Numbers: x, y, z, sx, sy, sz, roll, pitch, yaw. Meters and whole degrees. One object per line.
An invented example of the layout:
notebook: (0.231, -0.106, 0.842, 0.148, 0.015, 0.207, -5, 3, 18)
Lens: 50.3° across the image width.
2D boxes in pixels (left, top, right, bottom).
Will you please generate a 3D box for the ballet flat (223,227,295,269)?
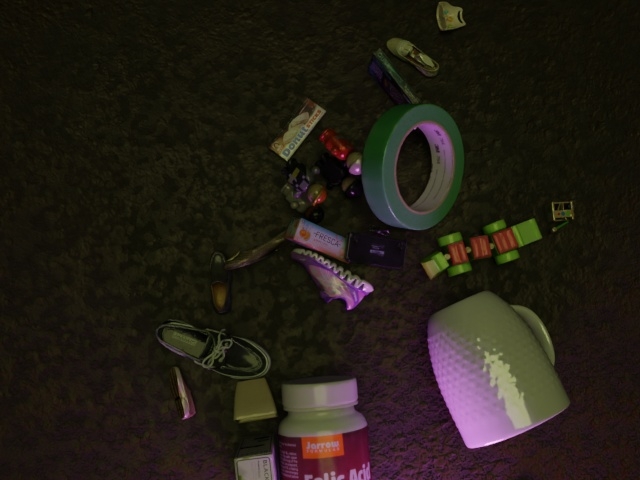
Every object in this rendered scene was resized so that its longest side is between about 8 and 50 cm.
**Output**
ballet flat: (-0.143, 0.012, 1.796, 0.250, 0.084, 0.058, -24, 99, -10)

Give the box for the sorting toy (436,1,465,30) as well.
sorting toy: (0.371, -0.627, 1.922, 0.075, 0.045, 0.083, -10, 83, -11)

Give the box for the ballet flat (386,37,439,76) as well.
ballet flat: (0.261, -0.519, 1.896, 0.168, 0.052, 0.057, 33, 83, 1)

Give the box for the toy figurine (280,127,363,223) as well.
toy figurine: (0.011, -0.156, 1.753, 0.209, 0.213, 0.148, -41, 78, -20)

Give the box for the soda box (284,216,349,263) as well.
soda box: (0.000, 0.000, 1.781, 0.183, 0.058, 0.062, 25, 82, -28)

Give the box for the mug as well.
mug: (0.454, 0.294, 1.727, 0.374, 0.276, 0.327, -16, 76, -35)

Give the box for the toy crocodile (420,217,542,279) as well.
toy crocodile: (0.428, 0.019, 1.816, 0.341, 0.105, 0.115, -16, 85, -5)

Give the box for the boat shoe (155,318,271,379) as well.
boat shoe: (-0.274, 0.276, 1.749, 0.307, 0.105, 0.113, 25, 83, 0)

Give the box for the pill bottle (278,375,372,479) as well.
pill bottle: (0.012, 0.539, 1.673, 0.224, 0.224, 0.391, -5, 84, -4)

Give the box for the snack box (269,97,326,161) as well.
snack box: (-0.063, -0.303, 1.869, 0.064, 0.022, 0.178, 37, 83, 0)

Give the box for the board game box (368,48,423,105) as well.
board game box: (0.201, -0.419, 1.844, 0.026, 0.126, 0.186, -37, 87, -7)

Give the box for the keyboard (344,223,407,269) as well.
keyboard: (0.149, 0.013, 1.812, 0.180, 0.023, 0.108, 9, 89, -26)

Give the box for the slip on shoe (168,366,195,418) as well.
slip on shoe: (-0.356, 0.392, 1.766, 0.041, 0.051, 0.135, -6, 72, -43)

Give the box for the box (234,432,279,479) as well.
box: (-0.146, 0.568, 1.629, 0.087, 0.290, 0.169, -6, 85, -4)

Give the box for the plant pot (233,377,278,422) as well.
plant pot: (-0.169, 0.408, 1.745, 0.109, 0.109, 0.096, -9, 71, -4)

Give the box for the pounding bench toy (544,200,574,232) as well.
pounding bench toy: (0.658, -0.063, 1.864, 0.065, 0.052, 0.083, -3, 84, -4)

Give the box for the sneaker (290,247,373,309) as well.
sneaker: (0.018, 0.105, 1.795, 0.237, 0.095, 0.104, 30, 90, 0)

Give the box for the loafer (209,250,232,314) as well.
loafer: (-0.262, 0.109, 1.791, 0.062, 0.061, 0.169, -9, 83, -3)

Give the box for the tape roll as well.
tape roll: (0.243, -0.189, 1.748, 0.321, 0.077, 0.321, -9, 104, -40)
